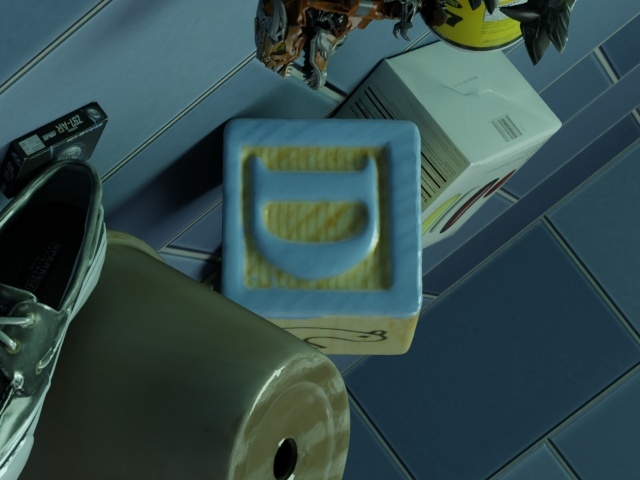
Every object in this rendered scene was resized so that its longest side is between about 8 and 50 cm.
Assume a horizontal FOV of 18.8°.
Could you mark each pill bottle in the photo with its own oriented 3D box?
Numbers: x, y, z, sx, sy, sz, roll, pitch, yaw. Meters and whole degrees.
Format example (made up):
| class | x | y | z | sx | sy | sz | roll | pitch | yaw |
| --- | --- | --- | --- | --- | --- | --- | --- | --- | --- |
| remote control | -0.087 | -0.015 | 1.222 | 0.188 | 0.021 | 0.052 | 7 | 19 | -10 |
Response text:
| class | x | y | z | sx | sy | sz | roll | pitch | yaw |
| --- | --- | --- | --- | --- | --- | --- | --- | --- | --- |
| pill bottle | 0.140 | -0.245 | 1.644 | 0.119 | 0.119 | 0.208 | -36 | 168 | -6 |

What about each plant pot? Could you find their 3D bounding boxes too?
| class | x | y | z | sx | sy | sz | roll | pitch | yaw |
| --- | --- | --- | --- | --- | --- | --- | --- | --- | --- |
| plant pot | -0.141 | 0.158 | 1.656 | 0.323 | 0.280 | 0.323 | -25 | 120 | -53 |

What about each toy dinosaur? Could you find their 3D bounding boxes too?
| class | x | y | z | sx | sy | sz | roll | pitch | yaw |
| --- | --- | --- | --- | --- | --- | --- | --- | --- | --- |
| toy dinosaur | 0.087 | -0.239 | 1.400 | 0.322 | 0.218 | 0.164 | -44 | -149 | 31 |

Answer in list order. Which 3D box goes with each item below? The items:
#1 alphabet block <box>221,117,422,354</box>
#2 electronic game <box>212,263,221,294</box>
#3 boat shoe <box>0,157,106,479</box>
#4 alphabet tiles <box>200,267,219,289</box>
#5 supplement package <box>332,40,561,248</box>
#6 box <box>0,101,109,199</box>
| class | x | y | z | sx | sy | sz | roll | pitch | yaw |
| --- | --- | --- | --- | --- | --- | --- | --- | --- | --- |
| alphabet block | 0.000 | 0.000 | 1.869 | 0.192 | 0.193 | 0.197 | 2 | 166 | 1 |
| electronic game | -0.036 | 0.003 | 2.281 | 0.229 | 0.048 | 0.229 | -38 | 169 | -9 |
| boat shoe | -0.253 | 0.067 | 1.452 | 0.119 | 0.121 | 0.335 | 100 | 6 | -49 |
| alphabet tiles | -0.177 | 0.106 | 2.397 | 0.237 | 0.009 | 0.198 | -39 | 169 | 9 |
| supplement package | 0.109 | -0.097 | 2.081 | 0.194 | 0.149 | 0.203 | -24 | 162 | -50 |
| box | -0.212 | -0.071 | 1.528 | 0.083 | 0.018 | 0.067 | -30 | 167 | -33 |
